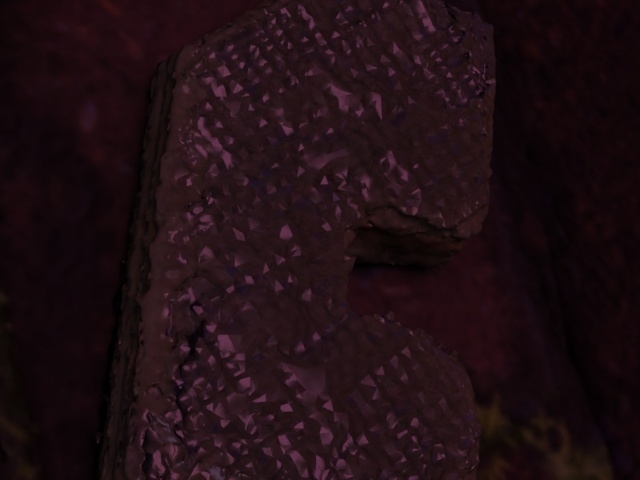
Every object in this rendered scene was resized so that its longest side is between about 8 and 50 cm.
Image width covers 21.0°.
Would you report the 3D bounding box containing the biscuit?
[{"bbox_3d":[0.000,0.000,0.667,0.147,0.046,0.250,18,61,-23],"label":"biscuit"}]
